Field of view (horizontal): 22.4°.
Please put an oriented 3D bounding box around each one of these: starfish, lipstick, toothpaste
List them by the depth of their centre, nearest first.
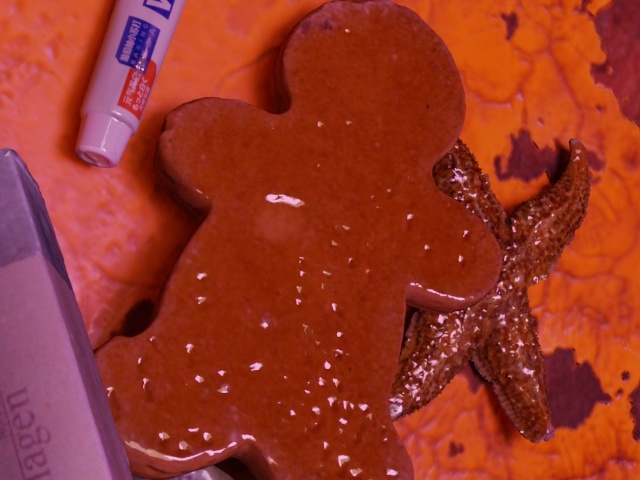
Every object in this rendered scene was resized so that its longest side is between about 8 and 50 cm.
[{"bbox_3d":[-0.122,0.111,0.740,0.066,0.068,0.317,-20,65,-2],"label":"lipstick"},{"bbox_3d":[-0.092,-0.142,0.898,0.052,0.033,0.218,29,66,-30],"label":"toothpaste"},{"bbox_3d":[0.094,0.011,0.987,0.240,0.043,0.227,-45,108,-29],"label":"starfish"}]

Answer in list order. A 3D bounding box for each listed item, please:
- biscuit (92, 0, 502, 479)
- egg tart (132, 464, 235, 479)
[{"bbox_3d":[-0.002,0.001,0.893,0.205,0.049,0.324,21,63,-11],"label":"biscuit"},{"bbox_3d":[-0.089,0.211,0.808,0.234,0.094,0.234,12,68,-33],"label":"egg tart"}]
